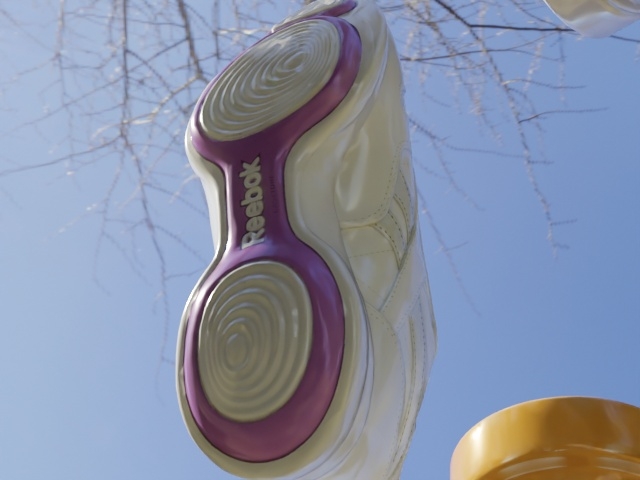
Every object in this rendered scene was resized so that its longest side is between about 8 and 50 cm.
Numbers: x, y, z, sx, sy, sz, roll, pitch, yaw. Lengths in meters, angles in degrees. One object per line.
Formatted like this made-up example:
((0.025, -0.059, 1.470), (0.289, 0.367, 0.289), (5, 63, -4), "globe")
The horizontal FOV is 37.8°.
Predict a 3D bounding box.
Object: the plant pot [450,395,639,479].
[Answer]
((0.204, 0.260, 0.736), (0.205, 0.188, 0.205), (5, -49, 5), "plant pot")

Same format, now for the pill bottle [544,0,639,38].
((0.306, -0.288, 0.737), (0.283, 0.160, 0.160), (-30, -91, 47), "pill bottle")

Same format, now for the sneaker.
((0.000, 0.000, 0.503), (0.114, 0.152, 0.305), (-11, -127, 24), "sneaker")
